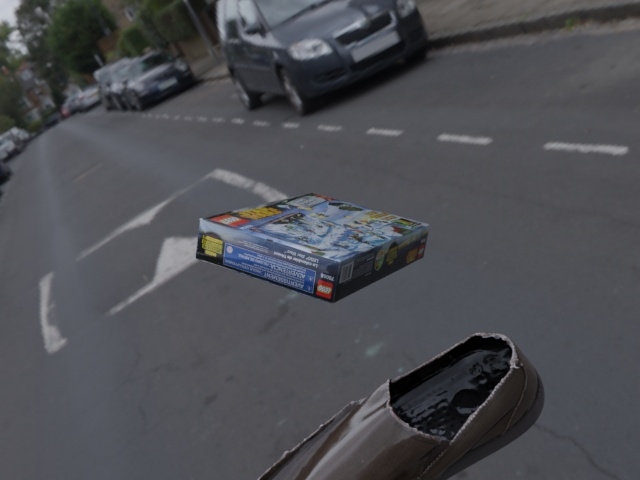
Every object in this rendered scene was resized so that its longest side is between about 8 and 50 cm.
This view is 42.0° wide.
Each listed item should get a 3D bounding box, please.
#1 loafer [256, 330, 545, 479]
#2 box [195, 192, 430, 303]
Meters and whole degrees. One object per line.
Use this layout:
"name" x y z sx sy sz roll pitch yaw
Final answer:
"loafer" 0.061 0.198 0.834 0.366 0.130 0.134 -34 50 -14
"box" 0.000 0.000 0.521 0.094 0.027 0.137 17 17 25
